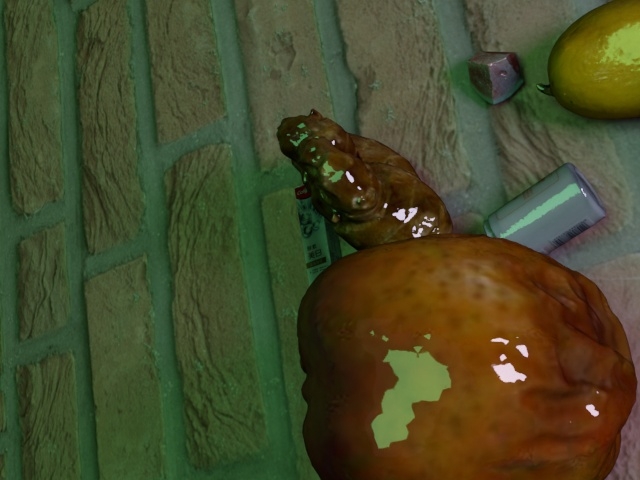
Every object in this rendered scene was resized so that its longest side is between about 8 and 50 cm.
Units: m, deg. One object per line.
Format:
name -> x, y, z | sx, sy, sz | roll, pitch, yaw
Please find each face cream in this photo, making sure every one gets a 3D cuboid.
face cream -> 0.303, -0.010, 1.416 | 0.252, 0.101, 0.101 | -36, 61, 22

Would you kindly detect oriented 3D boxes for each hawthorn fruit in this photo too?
hawthorn fruit -> 0.187, 0.187, 1.242 | 0.472, 0.472, 0.471 | -9, 74, 32

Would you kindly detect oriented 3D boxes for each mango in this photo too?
mango -> 0.464, -0.269, 1.352 | 0.317, 0.119, 0.176 | -6, 86, 36

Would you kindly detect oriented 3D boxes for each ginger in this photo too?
ginger -> 0.052, -0.088, 1.499 | 0.152, 0.274, 0.357 | -59, 25, 13

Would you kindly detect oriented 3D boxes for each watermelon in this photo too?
watermelon -> 0.280, -0.270, 1.515 | 0.084, 0.072, 0.092 | 2, 83, 51

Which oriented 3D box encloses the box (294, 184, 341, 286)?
box -> 0.000, 0.000, 1.650 | 0.055, 0.039, 0.218 | -22, 67, 29
